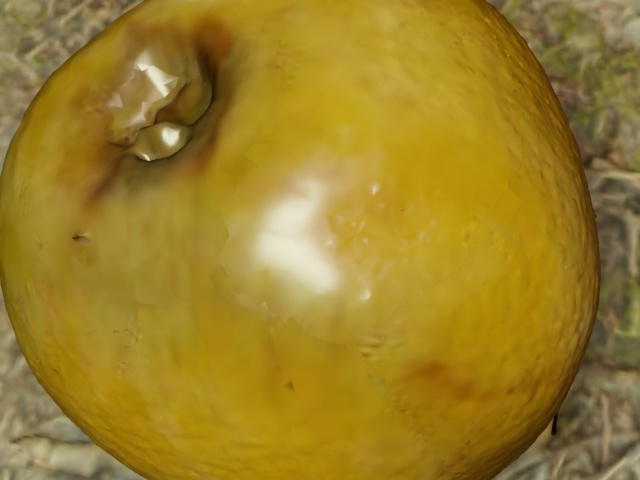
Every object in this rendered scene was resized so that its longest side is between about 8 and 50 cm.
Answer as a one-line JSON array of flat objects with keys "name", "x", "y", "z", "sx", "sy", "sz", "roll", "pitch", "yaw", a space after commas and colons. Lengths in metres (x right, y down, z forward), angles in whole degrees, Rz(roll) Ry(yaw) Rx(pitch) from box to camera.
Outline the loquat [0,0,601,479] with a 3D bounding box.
[{"name": "loquat", "x": 0.000, "y": 0.000, "z": 0.842, "sx": 0.275, "sy": 0.275, "sz": 0.274, "roll": 0, "pitch": 70, "yaw": -1}]
